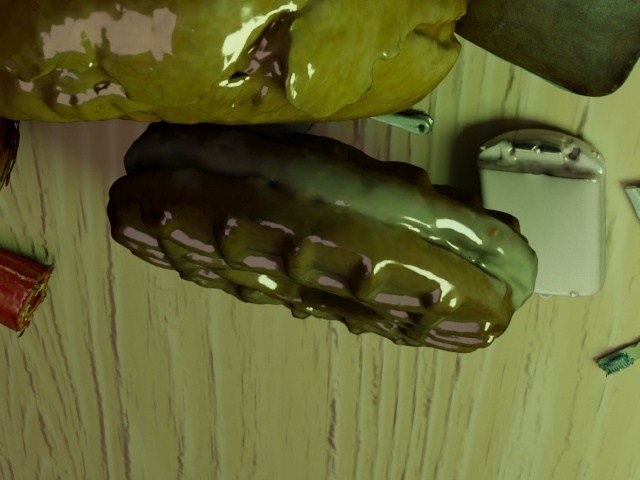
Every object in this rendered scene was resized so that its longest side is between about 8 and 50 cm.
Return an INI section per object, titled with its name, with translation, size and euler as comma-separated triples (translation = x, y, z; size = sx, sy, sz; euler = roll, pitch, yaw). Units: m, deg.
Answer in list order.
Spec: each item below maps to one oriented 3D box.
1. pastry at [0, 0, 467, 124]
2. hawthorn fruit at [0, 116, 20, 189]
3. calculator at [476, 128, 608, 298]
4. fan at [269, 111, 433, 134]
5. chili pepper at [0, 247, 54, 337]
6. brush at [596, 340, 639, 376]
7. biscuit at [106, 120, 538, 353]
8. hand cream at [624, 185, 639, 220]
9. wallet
[pastry]
translation = -0.080, -0.151, 0.912
size = 0.356, 0.356, 0.164
euler = -1, 97, 25
[hawthorn fruit]
translation = -0.386, -0.100, 1.127
size = 0.316, 0.316, 0.316
euler = 12, 138, 12
[calculator]
translation = 0.175, -0.016, 1.151
size = 0.100, 0.032, 0.175
euler = 7, 137, 17
[fan]
translation = -0.021, -0.118, 1.149
size = 0.226, 0.008, 0.152
euler = 18, 138, 7
[chili pepper]
translation = -0.345, 0.018, 1.398
size = 0.169, 0.065, 0.088
euler = 29, 138, -1
[brush]
translation = 0.268, 0.095, 1.242
size = 0.016, 0.013, 0.083
euler = 41, 134, -16
[biscuit]
translation = 0.000, 0.000, 1.097
size = 0.332, 0.103, 0.332
euler = 15, 169, 3
[hand cream]
translation = 0.332, -0.031, 1.071
size = 0.216, 0.038, 0.052
euler = -8, 103, 35
[wallet]
translation = 0.187, -0.199, 0.955
size = 0.137, 0.031, 0.255
euler = 24, 139, -2
